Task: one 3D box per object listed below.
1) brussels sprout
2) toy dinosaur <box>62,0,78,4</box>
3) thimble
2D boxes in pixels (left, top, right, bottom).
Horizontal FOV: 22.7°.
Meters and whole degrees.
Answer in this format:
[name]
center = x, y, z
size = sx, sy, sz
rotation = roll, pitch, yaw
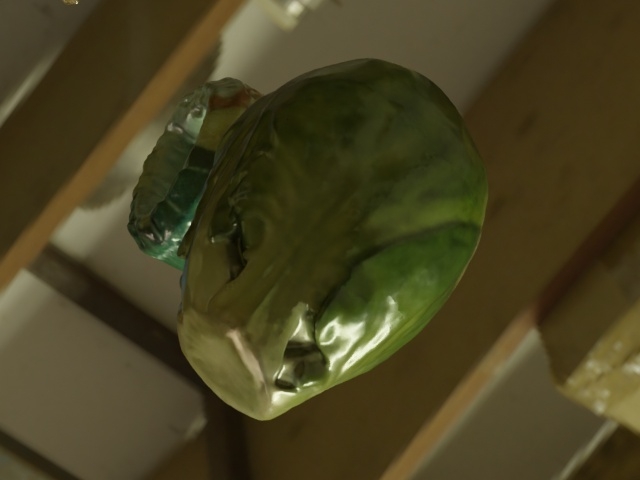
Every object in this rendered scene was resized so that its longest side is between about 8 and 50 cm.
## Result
[brussels sprout]
center = 0.000, 0.000, 1.190
size = 0.271, 0.210, 0.219
rotation = -50, -169, -22
[toy dinosaur]
center = -0.481, -0.435, 2.607
size = 0.162, 0.126, 0.039
rotation = -1, -139, 30
[thimble]
center = -0.130, -0.076, 2.061
size = 0.254, 0.167, 0.288
rotation = -62, -163, -2
